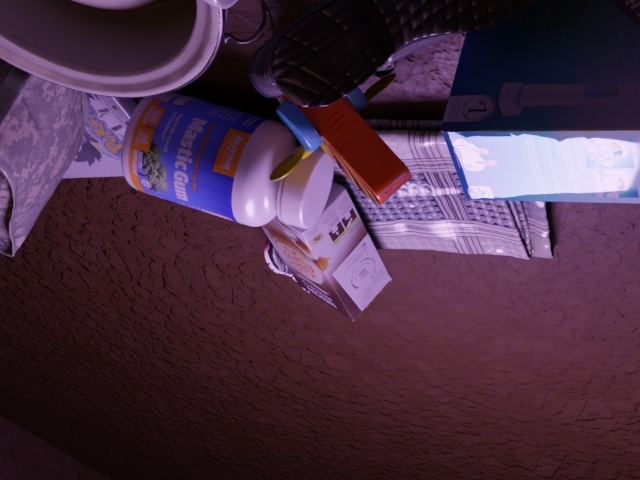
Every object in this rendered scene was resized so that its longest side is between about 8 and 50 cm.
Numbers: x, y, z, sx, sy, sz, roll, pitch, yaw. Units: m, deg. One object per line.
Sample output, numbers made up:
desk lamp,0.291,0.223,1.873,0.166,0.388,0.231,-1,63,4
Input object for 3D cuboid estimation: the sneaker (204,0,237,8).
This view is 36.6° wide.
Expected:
sneaker,-0.118,-0.370,0.879,0.169,0.292,0.108,16,-170,12

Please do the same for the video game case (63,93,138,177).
video game case,-0.419,-0.209,1.491,0.300,0.036,0.329,0,146,29

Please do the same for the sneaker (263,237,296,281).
sneaker,-0.026,0.038,1.660,0.075,0.063,0.170,-9,145,39

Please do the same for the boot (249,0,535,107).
boot,0.077,-0.258,1.044,0.223,0.338,0.118,-127,12,-75

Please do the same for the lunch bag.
lunch bag,-0.431,-0.151,1.324,0.169,0.235,0.287,26,149,-6

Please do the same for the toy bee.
toy bee,0.005,-0.175,1.233,0.195,0.298,0.162,-20,176,-1

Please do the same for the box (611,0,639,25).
box,0.286,-0.317,0.861,0.207,0.108,0.153,32,148,-23

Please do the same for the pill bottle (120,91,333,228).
pill bottle,-0.126,-0.107,1.354,0.272,0.152,0.152,17,151,17

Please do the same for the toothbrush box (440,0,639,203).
toothbrush box,0.299,-0.159,1.008,0.296,0.216,0.126,1,146,25

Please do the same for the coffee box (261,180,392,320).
coffee box,0.000,0.000,1.500,0.141,0.098,0.246,32,162,39

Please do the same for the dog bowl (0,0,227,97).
dog bowl,-0.276,-0.349,1.074,0.408,0.150,0.408,14,150,9

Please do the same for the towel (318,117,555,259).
towel,0.167,-0.064,1.394,0.324,0.056,0.312,3,146,23
